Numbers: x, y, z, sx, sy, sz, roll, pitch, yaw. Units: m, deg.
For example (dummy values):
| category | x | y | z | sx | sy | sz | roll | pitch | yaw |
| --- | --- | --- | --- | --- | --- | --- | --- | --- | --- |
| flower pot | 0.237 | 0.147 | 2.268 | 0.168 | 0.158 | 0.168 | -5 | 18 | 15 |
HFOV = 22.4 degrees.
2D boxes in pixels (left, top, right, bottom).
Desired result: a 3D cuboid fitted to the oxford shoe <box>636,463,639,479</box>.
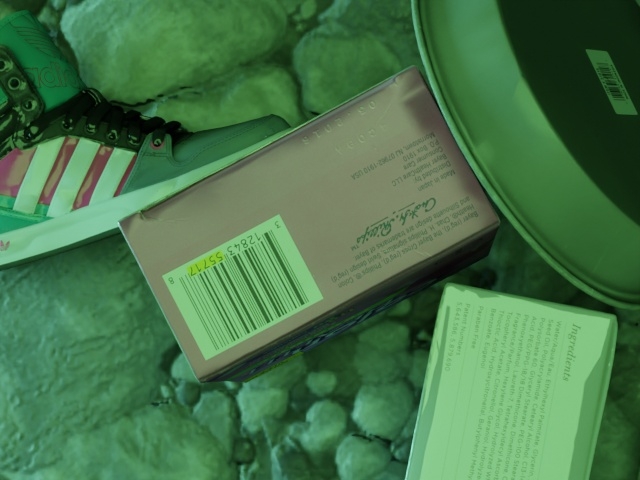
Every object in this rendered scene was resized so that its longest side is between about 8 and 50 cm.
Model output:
| category | x | y | z | sx | sy | sz | roll | pitch | yaw |
| --- | --- | --- | --- | --- | --- | --- | --- | --- | --- |
| oxford shoe | 0.432 | 0.148 | 1.076 | 0.449 | 0.130 | 0.169 | -9 | 110 | 19 |

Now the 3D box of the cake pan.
| category | x | y | z | sx | sy | sz | roll | pitch | yaw |
| --- | --- | --- | --- | --- | --- | --- | --- | --- | --- |
| cake pan | 0.176 | -0.095 | 1.087 | 0.054 | 0.293 | 0.293 | -31 | 82 | 33 |

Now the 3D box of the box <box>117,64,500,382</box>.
| category | x | y | z | sx | sy | sz | roll | pitch | yaw |
| --- | --- | --- | --- | --- | --- | --- | --- | --- | --- |
| box | 0.000 | 0.000 | 1.107 | 0.214 | 0.243 | 0.117 | -28 | 84 | 1 |

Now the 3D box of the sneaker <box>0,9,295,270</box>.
| category | x | y | z | sx | sy | sz | roll | pitch | yaw |
| --- | --- | --- | --- | --- | --- | --- | --- | --- | --- |
| sneaker | -0.173 | -0.090 | 1.195 | 0.296 | 0.124 | 0.178 | -17 | 93 | 4 |

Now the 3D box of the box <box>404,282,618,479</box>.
| category | x | y | z | sx | sy | sz | roll | pitch | yaw |
| --- | --- | --- | --- | --- | --- | --- | --- | --- | --- |
| box | 0.126 | 0.131 | 1.117 | 0.119 | 0.181 | 0.182 | 11 | 86 | 6 |
